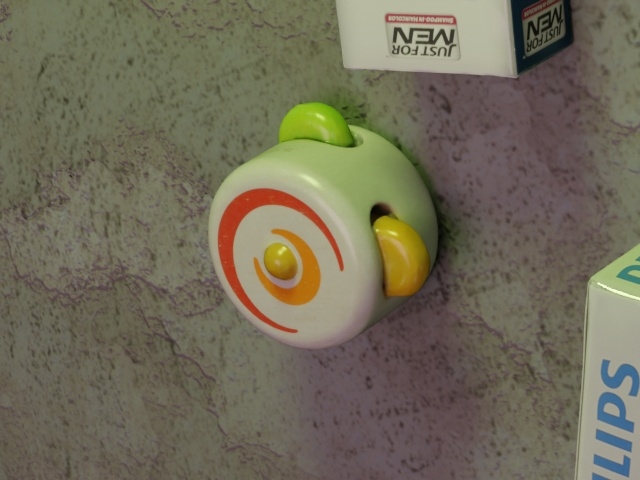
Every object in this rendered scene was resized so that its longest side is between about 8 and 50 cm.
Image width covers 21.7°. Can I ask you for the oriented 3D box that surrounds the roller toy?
[{"bbox_3d":[0.000,0.000,1.557,0.209,0.146,0.191,45,131,11],"label":"roller toy"}]

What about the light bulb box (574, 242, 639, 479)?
[{"bbox_3d":[0.414,0.112,1.152,0.361,0.358,0.225,17,118,32],"label":"light bulb box"}]

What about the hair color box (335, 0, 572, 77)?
[{"bbox_3d":[0.094,-0.315,1.363,0.174,0.105,0.347,7,115,35],"label":"hair color box"}]
